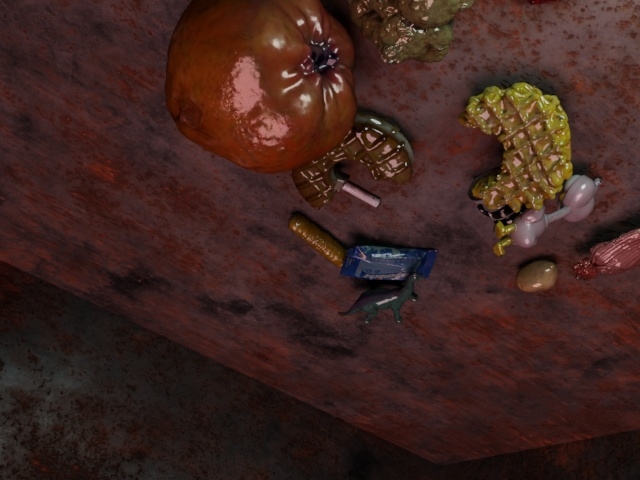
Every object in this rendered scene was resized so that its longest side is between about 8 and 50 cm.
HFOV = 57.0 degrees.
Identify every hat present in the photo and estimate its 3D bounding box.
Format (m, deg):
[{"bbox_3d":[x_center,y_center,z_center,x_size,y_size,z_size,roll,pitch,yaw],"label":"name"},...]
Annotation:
[{"bbox_3d":[0.910,0.040,1.802,0.286,0.107,0.237,-28,138,27],"label":"hat"}]

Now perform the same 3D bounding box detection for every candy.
[{"bbox_3d":[0.244,0.083,2.093,0.331,0.077,0.187,4,144,-5],"label":"candy"}]

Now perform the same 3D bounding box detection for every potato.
[{"bbox_3d":[0.728,0.122,1.977,0.147,0.112,0.112,-21,131,42],"label":"potato"}]

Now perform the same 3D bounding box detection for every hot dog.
[{"bbox_3d":[0.000,0.001,2.085,0.068,0.083,0.289,-36,123,24],"label":"hot dog"}]

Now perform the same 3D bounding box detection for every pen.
[{"bbox_3d":[0.074,-0.175,1.862,0.269,0.033,0.033,28,141,-17],"label":"pen"}]

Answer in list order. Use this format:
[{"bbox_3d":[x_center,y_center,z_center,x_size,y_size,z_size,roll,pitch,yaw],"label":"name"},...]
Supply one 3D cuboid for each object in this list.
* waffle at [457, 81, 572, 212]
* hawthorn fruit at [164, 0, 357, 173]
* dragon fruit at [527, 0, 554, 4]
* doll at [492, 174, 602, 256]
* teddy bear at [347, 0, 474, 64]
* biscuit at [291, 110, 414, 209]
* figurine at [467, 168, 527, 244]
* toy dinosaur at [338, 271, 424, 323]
[{"bbox_3d":[0.491,-0.236,1.488,0.261,0.151,0.324,-7,119,24],"label":"waffle"},{"bbox_3d":[-0.155,-0.369,1.366,0.472,0.471,0.471,9,143,7],"label":"hawthorn fruit"},{"bbox_3d":[0.490,-0.549,1.231,0.131,0.063,0.097,-1,176,26],"label":"dragon fruit"},{"bbox_3d":[0.634,-0.074,1.610,0.365,0.094,0.160,-31,141,-15],"label":"doll"},{"bbox_3d":[0.206,-0.507,1.285,0.267,0.156,0.256,23,140,-12],"label":"teddy bear"},{"bbox_3d":[0.071,-0.237,1.694,0.366,0.115,0.268,-22,126,29],"label":"biscuit"},{"bbox_3d":[0.559,-0.096,1.725,0.176,0.133,0.236,-24,125,37],"label":"figurine"},{"bbox_3d":[0.208,0.201,2.176,0.384,0.129,0.331,-8,153,14],"label":"toy dinosaur"}]
